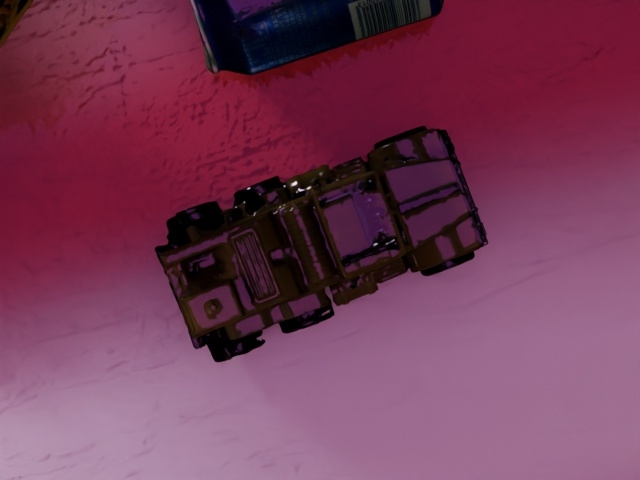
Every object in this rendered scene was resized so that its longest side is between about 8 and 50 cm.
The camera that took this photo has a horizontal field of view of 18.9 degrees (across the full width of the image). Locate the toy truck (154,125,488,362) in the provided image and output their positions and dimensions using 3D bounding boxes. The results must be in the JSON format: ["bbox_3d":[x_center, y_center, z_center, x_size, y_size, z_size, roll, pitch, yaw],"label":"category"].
[{"bbox_3d":[0.002,-0.001,1.541,0.257,0.127,0.127,-21,89,-4],"label":"toy truck"}]

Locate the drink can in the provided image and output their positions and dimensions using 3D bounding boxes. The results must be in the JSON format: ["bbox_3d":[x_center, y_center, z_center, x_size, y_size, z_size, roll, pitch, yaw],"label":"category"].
[{"bbox_3d":[-0.006,-0.208,1.542,0.205,0.118,0.118,-17,90,-2],"label":"drink can"}]

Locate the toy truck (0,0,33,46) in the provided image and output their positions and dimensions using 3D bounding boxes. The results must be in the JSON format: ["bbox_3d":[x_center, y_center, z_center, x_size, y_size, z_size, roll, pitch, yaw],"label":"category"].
[{"bbox_3d":[-0.229,-0.296,1.435,0.180,0.254,0.405,32,75,1],"label":"toy truck"}]
